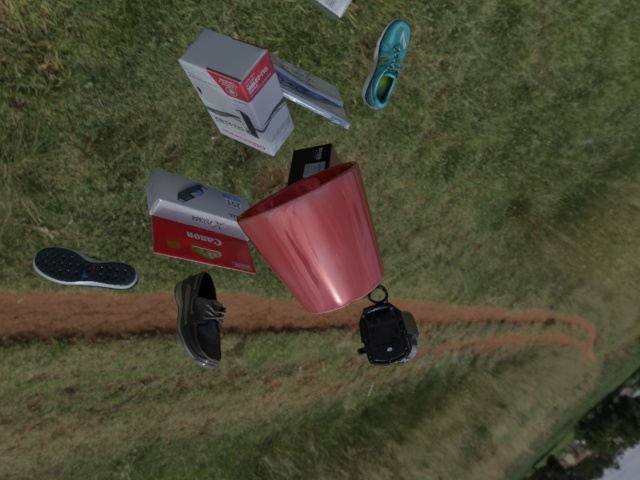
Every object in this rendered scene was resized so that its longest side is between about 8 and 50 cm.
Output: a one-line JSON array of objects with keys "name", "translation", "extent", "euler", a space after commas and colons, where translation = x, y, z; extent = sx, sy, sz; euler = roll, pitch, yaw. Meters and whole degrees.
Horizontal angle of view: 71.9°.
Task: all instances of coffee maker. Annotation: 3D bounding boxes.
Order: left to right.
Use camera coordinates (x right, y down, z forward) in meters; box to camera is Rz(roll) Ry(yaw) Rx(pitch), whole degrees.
[{"name": "coffee maker", "translation": [0.166, 0.199, 1.024], "extent": [0.178, 0.120, 0.172], "euler": [30, 68, -68]}]

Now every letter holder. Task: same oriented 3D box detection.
[{"name": "letter holder", "translation": [-0.007, -0.149, 1.559], "extent": [0.151, 0.302, 0.214], "euler": [-6, 146, 21]}]

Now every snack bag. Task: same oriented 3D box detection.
[{"name": "snack bag", "translation": [-0.055, -0.520, 1.493], "extent": [0.322, 0.343, 0.037], "euler": [22, 121, -19]}]

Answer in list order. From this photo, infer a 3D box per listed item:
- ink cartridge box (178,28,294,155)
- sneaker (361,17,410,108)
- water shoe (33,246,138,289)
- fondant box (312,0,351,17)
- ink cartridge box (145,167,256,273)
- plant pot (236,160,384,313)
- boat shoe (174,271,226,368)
[{"name": "ink cartridge box", "translation": [-0.199, -0.363, 1.114], "extent": [0.114, 0.196, 0.273], "euler": [-57, 158, -15]}, {"name": "sneaker", "translation": [0.223, -0.550, 1.395], "extent": [0.106, 0.110, 0.276], "euler": [9, 113, -21]}, {"name": "water shoe", "translation": [-0.492, 0.071, 0.931], "extent": [0.202, 0.073, 0.080], "euler": [16, 158, -12]}, {"name": "fondant box", "translation": [-0.069, -0.737, 1.194], "extent": [0.330, 0.238, 0.096], "euler": [30, 110, -16]}, {"name": "ink cartridge box", "translation": [-0.307, -0.051, 1.188], "extent": [0.296, 0.261, 0.066], "euler": [17, 125, -39]}, {"name": "plant pot", "translation": [0.000, 0.000, 0.926], "extent": [0.274, 0.275, 0.243], "euler": [-30, 103, -17]}, {"name": "boat shoe", "translation": [-0.381, 0.238, 1.423], "extent": [0.130, 0.356, 0.132], "euler": [-40, 142, 14]}]
